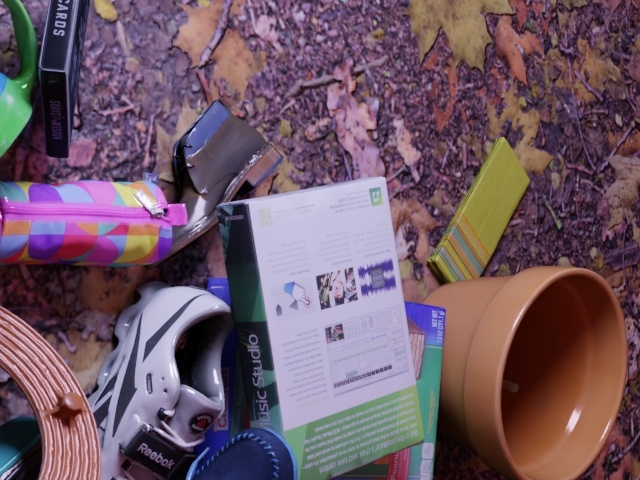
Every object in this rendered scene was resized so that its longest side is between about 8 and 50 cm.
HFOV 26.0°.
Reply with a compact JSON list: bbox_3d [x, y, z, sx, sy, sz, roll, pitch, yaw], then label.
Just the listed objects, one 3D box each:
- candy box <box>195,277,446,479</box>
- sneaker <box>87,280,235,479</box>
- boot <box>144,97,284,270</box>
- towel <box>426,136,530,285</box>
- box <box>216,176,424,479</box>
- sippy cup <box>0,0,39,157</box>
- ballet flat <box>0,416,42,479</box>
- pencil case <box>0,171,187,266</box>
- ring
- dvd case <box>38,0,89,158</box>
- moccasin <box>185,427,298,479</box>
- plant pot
[{"bbox_3d":[0.003,0.193,1.676,0.317,0.122,0.268,10,83,-43],"label":"candy box"},{"bbox_3d":[-0.181,0.202,1.486,0.122,0.146,0.331,27,73,-42],"label":"sneaker"},{"bbox_3d":[-0.149,-0.065,1.579,0.106,0.082,0.219,49,60,-7],"label":"boot"},{"bbox_3d":[0.228,-0.029,1.968,0.102,0.021,0.237,54,55,-37],"label":"towel"},{"bbox_3d":[0.005,0.101,1.559,0.232,0.058,0.322,-12,93,-46],"label":"box"},{"bbox_3d":[-0.412,-0.122,1.215,0.224,0.240,0.305,49,42,-21],"label":"sippy cup"},{"bbox_3d":[-0.361,0.278,1.348,0.280,0.095,0.096,-31,125,-40],"label":"ballet flat"},{"bbox_3d":[-0.260,-0.020,1.436,0.236,0.104,0.105,-2,92,-43],"label":"pencil case"},{"bbox_3d":[-0.352,0.167,1.263,0.336,0.032,0.337,23,41,-22],"label":"ring"},{"bbox_3d":[-0.248,-0.202,1.354,0.029,0.239,0.179,7,74,-7],"label":"dvd case"},{"bbox_3d":[-0.144,0.348,1.443,0.342,0.137,0.117,-59,150,5],"label":"moccasin"},{"bbox_3d":[0.244,0.166,1.842,0.290,0.203,0.291,-10,105,-45],"label":"plant pot"}]
